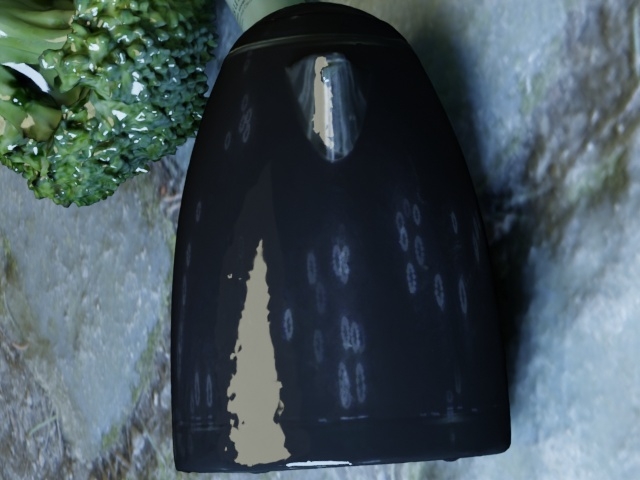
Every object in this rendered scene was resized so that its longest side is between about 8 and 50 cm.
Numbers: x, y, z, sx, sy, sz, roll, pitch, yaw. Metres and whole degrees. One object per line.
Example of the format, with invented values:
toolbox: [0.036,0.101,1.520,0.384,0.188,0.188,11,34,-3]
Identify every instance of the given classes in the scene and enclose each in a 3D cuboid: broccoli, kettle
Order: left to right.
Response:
broccoli: [-0.204,-0.164,1.295,0.260,0.235,0.288,47,135,-9]
kettle: [0.000,0.000,1.059,0.268,0.207,0.290,124,141,-81]

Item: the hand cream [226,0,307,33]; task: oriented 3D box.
hand cream: [-0.051,-0.195,1.209,0.205,0.050,0.078,62,142,34]
